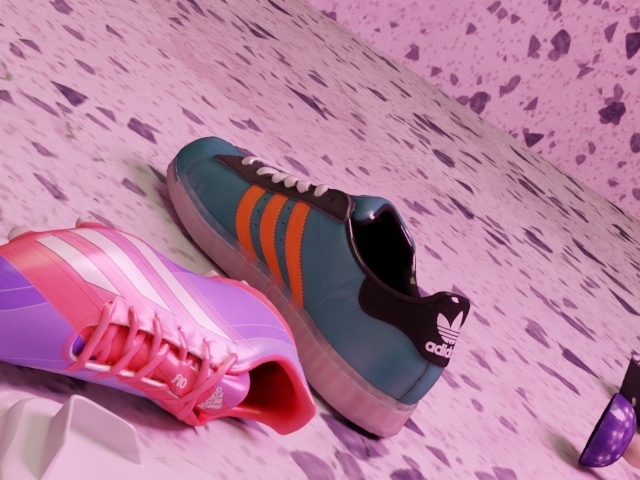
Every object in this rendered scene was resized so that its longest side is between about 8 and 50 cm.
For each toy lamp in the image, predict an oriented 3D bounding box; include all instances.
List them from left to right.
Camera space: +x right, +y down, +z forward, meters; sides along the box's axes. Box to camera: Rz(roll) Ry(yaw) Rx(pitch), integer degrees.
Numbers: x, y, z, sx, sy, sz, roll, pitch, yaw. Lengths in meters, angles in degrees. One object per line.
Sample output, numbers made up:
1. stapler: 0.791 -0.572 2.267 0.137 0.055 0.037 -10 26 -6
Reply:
1. toy lamp: 0.358 0.224 1.148 0.274 0.080 0.080 30 13 11

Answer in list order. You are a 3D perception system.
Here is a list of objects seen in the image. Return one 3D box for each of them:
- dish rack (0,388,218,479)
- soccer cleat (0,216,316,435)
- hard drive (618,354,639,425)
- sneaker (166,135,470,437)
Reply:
1. dish rack: -0.033 0.181 0.474 0.285 0.072 0.333 33 14 -17
2. soccer cleat: -0.088 0.054 0.715 0.095 0.083 0.248 51 17 28
3. hard drive: 0.474 0.229 1.356 0.237 0.064 0.339 6 26 -15
4. sneaker: 0.000 0.000 0.990 0.108 0.121 0.302 19 23 -51
